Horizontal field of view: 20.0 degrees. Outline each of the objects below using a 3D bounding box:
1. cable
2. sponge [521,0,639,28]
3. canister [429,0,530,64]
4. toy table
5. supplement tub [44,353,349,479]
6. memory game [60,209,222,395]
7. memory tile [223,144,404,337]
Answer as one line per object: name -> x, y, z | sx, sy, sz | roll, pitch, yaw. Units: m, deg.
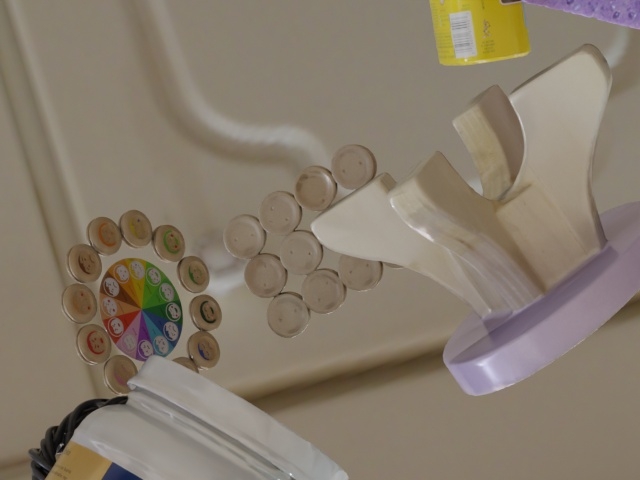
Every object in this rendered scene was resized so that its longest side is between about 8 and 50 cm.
cable -> -0.175, 0.201, 1.638 | 0.184, 0.150, 0.047 | -42, 153, -49
sponge -> 0.253, -0.220, 1.394 | 0.210, 0.031, 0.117 | 8, 125, -31
canister -> 0.128, -0.238, 1.548 | 0.073, 0.170, 0.126 | -10, -173, -8
toy table -> 0.135, -0.013, 1.321 | 0.252, 0.161, 0.274 | -33, -174, 14
supplement tub -> -0.138, 0.273, 1.438 | 0.316, 0.228, 0.228 | -59, 154, -12
memory game -> -0.161, 0.061, 1.657 | 0.186, 0.186, 0.012 | 9, 159, -44
memory tile -> 0.000, 0.000, 1.470 | 0.148, 0.113, 0.012 | -32, 174, 17
